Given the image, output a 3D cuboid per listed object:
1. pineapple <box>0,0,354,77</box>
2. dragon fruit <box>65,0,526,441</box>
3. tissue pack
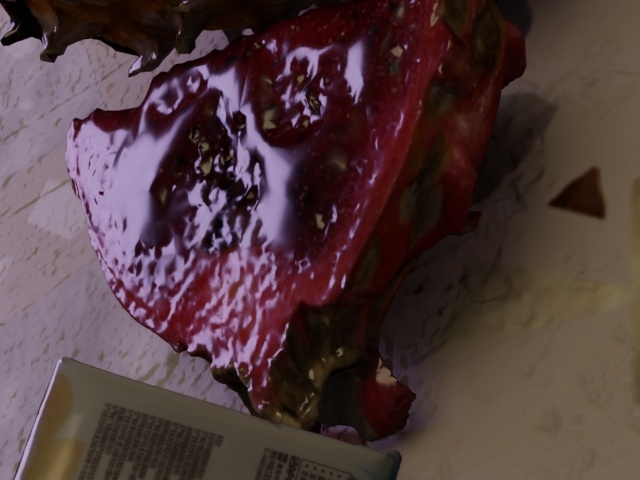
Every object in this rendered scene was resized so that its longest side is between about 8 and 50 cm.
[{"bbox_3d":[-0.043,-0.269,0.841,0.300,0.352,0.352,-17,52,31],"label":"pineapple"},{"bbox_3d":[0.000,0.000,0.800,0.262,0.134,0.212,-15,64,42],"label":"dragon fruit"},{"bbox_3d":[-0.075,0.193,0.713,0.159,0.145,0.229,15,65,2],"label":"tissue pack"}]
